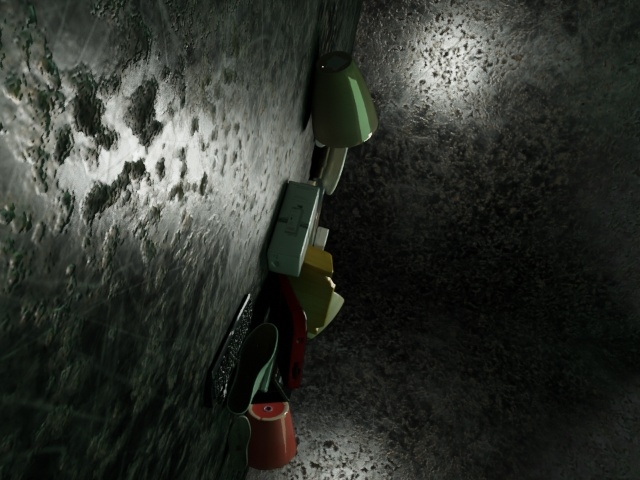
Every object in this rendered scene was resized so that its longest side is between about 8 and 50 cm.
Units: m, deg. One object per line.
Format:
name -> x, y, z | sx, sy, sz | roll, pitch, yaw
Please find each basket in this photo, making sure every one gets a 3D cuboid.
basket -> -0.224, 0.456, 1.560 | 0.113, 0.103, 0.168 | 100, 5, -67

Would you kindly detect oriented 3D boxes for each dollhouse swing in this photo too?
dollhouse swing -> -0.058, 0.142, 1.831 | 0.305, 0.314, 0.347 | -53, 159, -54

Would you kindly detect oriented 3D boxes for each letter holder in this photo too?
letter holder -> -0.229, 0.557, 1.917 | 0.302, 0.214, 0.152 | -73, 144, -53

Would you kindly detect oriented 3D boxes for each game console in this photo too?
game console -> -0.132, 0.330, 1.623 | 0.342, 0.060, 0.387 | -118, -151, -51

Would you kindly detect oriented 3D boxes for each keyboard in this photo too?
keyboard -> -0.238, 0.308, 1.144 | 0.317, 0.033, 0.202 | -72, 176, -57

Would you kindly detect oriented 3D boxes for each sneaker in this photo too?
sneaker -> -0.318, 0.751, 1.641 | 0.118, 0.083, 0.222 | -137, -128, -71
sneaker -> -0.226, 0.406, 1.384 | 0.123, 0.105, 0.290 | 119, -4, -71

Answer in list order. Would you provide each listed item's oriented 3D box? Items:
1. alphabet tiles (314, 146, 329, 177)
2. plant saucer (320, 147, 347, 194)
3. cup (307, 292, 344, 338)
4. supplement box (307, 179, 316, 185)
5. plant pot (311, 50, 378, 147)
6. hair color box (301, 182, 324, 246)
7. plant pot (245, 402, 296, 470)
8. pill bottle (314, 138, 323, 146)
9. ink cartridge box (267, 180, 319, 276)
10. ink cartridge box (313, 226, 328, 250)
alphabet tiles -> 0.016, -0.475, 2.290 | 0.342, 0.011, 0.286 | -132, -125, -78
plant saucer -> 0.054, -0.459, 2.378 | 0.400, 0.100, 0.401 | -167, -90, -80
cup -> -0.079, 0.343, 2.098 | 0.331, 0.330, 0.237 | 98, 15, -74
supplement box -> -0.051, -0.291, 2.279 | 0.098, 0.036, 0.062 | -68, 172, -79
plant pot -> 0.071, -0.525, 1.543 | 0.274, 0.256, 0.257 | 73, 27, -54
hair color box -> -0.071, -0.079, 2.053 | 0.375, 0.113, 0.186 | 100, 3, -57
plant pot -> -0.249, 0.894, 2.028 | 0.275, 0.274, 0.244 | -70, 163, -73
pill bottle -> 0.009, -0.497, 2.071 | 0.120, 0.066, 0.067 | -74, 177, -57
ink cartridge box -> -0.096, -0.036, 1.537 | 0.207, 0.117, 0.283 | 100, 4, -66
ink cartridge box -> 0.000, 0.000, 2.203 | 0.135, 0.056, 0.099 | 103, 2, -73
